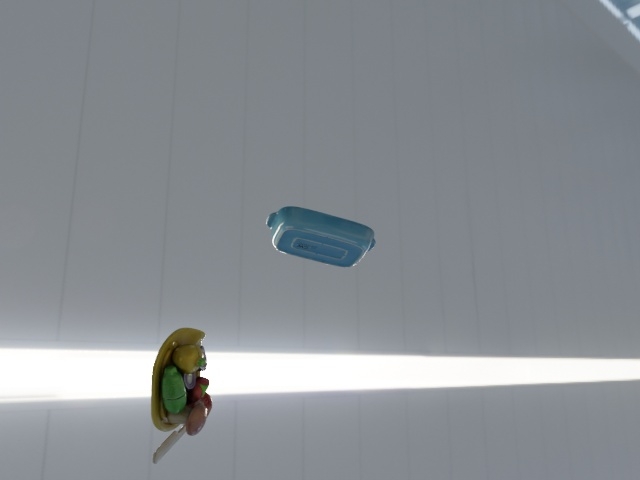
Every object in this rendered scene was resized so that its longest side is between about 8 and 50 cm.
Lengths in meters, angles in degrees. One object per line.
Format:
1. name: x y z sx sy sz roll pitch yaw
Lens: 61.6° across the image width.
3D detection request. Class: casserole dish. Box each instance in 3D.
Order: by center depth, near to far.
1. casserole dish: 0.000 0.000 0.894 0.189 0.114 0.036 15 -123 -11

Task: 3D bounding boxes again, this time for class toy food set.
1. toy food set: -0.212 0.253 0.884 0.128 0.071 0.217 -32 -51 -63
